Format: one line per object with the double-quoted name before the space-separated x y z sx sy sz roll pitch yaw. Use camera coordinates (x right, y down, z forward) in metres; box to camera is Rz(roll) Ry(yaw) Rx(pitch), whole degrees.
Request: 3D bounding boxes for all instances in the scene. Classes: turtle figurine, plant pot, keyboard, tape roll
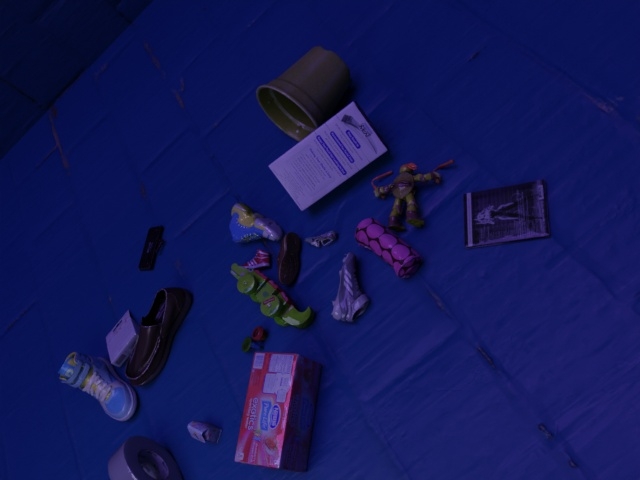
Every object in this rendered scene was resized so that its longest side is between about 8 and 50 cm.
"turtle figurine" 0.260 -0.145 1.732 0.269 0.087 0.217 -10 62 29
"plant pot" -0.034 -0.509 2.017 0.276 0.276 0.254 26 71 39
"keyboard" -0.644 0.028 2.281 0.108 0.023 0.180 -8 64 37
"tape roll" -0.514 0.686 1.745 0.072 0.219 0.219 -47 51 5

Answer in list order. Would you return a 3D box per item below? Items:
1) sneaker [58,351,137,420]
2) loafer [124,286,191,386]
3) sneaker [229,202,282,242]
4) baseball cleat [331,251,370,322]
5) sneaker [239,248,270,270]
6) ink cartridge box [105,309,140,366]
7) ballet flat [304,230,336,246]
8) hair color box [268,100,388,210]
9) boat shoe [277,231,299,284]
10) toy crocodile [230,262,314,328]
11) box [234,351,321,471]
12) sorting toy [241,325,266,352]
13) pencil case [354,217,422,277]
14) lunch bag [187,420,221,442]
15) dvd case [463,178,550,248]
"sneaker" -0.776 0.495 2.017 0.319 0.208 0.127 29 83 39
"loafer" -0.583 0.316 2.029 0.133 0.130 0.366 13 75 37
"sneaker" -0.227 -0.028 2.010 0.240 0.091 0.126 35 107 39
"baseball cleat" 0.099 0.138 1.723 0.109 0.072 0.206 8 76 21
"sneaker" -0.220 0.067 1.971 0.118 0.042 0.067 -9 66 21
"ink cartridge box" -0.720 0.358 2.169 0.145 0.045 0.179 -50 33 3
"ballet flat" 0.000 0.000 1.865 0.114 0.041 0.041 -16 60 27
"hair color box" 0.026 -0.268 1.878 0.338 0.185 0.110 -34 9 16
"boat shoe" -0.106 0.063 1.894 0.060 0.064 0.178 -33 45 55
"toy crocodile" -0.159 0.167 1.838 0.340 0.115 0.105 36 84 37
"box" -0.111 0.471 1.636 0.154 0.142 0.300 -5 65 31
"sorting toy" -0.200 0.316 1.843 0.102 0.042 0.061 -49 34 18
"pencil case" 0.191 0.025 1.693 0.209 0.095 0.098 43 121 38
"lunch bag" -0.353 0.576 1.781 0.071 0.083 0.053 11 73 35
"dvd case" 0.494 -0.069 1.587 0.221 0.018 0.165 -9 64 29
